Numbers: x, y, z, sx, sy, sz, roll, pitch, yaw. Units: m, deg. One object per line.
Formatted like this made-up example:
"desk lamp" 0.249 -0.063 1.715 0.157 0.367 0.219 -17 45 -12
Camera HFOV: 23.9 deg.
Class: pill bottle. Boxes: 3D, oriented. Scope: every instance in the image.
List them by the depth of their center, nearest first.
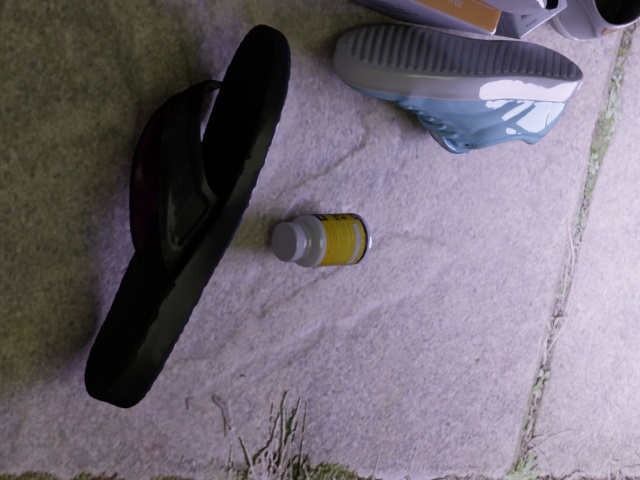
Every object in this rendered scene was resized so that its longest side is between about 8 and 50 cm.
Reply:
"pill bottle" 0.000 0.000 1.818 0.116 0.065 0.065 -3 105 -42

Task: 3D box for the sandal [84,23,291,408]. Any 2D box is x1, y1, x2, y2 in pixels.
"sandal" -0.156 -0.039 1.609 0.107 0.167 0.446 27 83 -26

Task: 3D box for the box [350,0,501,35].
"box" 0.121 -0.435 1.727 0.215 0.168 0.345 12 94 -44

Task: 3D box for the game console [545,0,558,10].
"game console" 0.258 -0.366 1.827 0.085 0.124 0.144 2 79 -2

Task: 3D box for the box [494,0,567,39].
"box" 0.244 -0.326 1.927 0.102 0.087 0.101 -36 124 -30

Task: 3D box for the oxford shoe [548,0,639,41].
"oxford shoe" 0.334 -0.460 1.944 0.169 0.130 0.449 -36 123 -27

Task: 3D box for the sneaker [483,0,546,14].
"sneaker" 0.189 -0.328 1.660 0.212 0.080 0.094 33 68 -42

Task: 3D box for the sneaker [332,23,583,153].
"sneaker" 0.163 -0.169 1.877 0.366 0.135 0.150 3 123 -31
